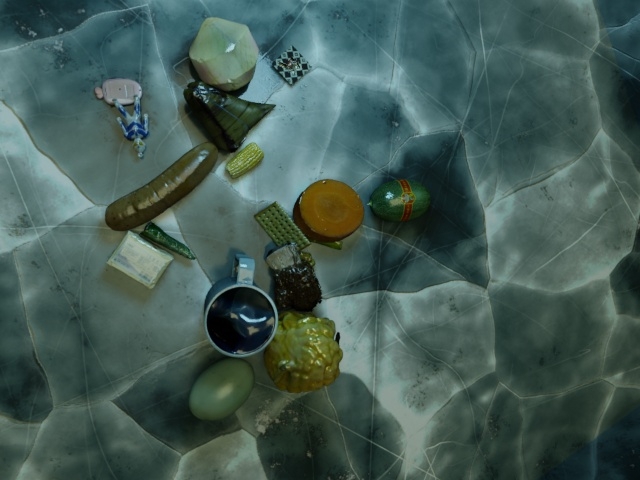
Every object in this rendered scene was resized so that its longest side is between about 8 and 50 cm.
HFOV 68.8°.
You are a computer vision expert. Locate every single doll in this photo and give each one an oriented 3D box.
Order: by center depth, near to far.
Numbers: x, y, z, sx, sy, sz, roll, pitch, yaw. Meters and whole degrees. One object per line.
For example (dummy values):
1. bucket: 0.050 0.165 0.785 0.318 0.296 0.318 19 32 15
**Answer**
1. doll: -0.696 -0.427 1.757 0.114 0.057 0.227 -17 103 -22

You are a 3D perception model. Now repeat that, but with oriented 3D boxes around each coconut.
1. coconut: -0.364 -0.705 1.751 0.260 0.259 0.258 -1 94 -15

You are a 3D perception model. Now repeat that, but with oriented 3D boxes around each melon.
1. melon: 0.330 -0.168 1.998 0.288 0.182 0.182 -10 96 -13

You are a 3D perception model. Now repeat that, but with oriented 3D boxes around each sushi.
1. sushi: -0.119 -0.715 1.918 0.120 0.026 0.126 46 77 -11

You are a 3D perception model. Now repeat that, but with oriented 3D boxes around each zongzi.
1. zongzi: -0.335 -0.530 1.793 0.300 0.138 0.286 -42 128 -14

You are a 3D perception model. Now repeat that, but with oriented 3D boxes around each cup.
1. cup: -0.329 0.241 1.779 0.257 0.311 0.330 -23 99 -13

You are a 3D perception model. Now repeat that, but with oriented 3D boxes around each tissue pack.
1. tissue pack: -0.684 0.071 1.784 0.196 0.092 0.148 35 86 -16

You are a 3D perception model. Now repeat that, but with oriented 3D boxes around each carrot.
1. carrot: 0.041 -0.121 1.945 0.308 0.100 0.258 1 84 -19

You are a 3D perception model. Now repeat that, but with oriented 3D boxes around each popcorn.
1. popcorn: -0.049 0.450 1.883 0.382 0.349 0.348 21 88 -51

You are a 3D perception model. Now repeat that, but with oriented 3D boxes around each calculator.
1. calculator: -0.757 -0.558 1.755 0.166 0.024 0.103 -9 96 -16

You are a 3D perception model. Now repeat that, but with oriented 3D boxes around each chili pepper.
1. chili pepper: -0.583 0.013 1.814 0.227 0.088 0.059 36 99 -17
2. chili pepper: 0.000 0.000 1.986 0.202 0.052 0.050 13 61 -14

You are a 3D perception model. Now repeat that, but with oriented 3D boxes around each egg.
1. egg: -0.386 0.584 1.843 0.283 0.203 0.202 -36 102 -12

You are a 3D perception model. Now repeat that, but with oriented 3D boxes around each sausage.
1. sausage: -0.587 -0.197 1.779 0.501 0.123 0.136 -38 78 -9

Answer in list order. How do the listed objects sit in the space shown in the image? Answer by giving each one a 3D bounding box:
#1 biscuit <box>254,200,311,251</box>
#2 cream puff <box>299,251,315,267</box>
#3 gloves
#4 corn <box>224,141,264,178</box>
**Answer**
1. biscuit: -0.156 -0.043 1.920 0.139 0.016 0.231 -31 104 28
2. cream puff: -0.060 0.084 1.976 0.083 0.083 0.058 29 41 -5
3. gloves: -0.112 0.164 1.908 0.211 0.135 0.312 -30 97 20
4. corn: -0.305 -0.319 1.874 0.165 0.063 0.085 -39 112 -8
